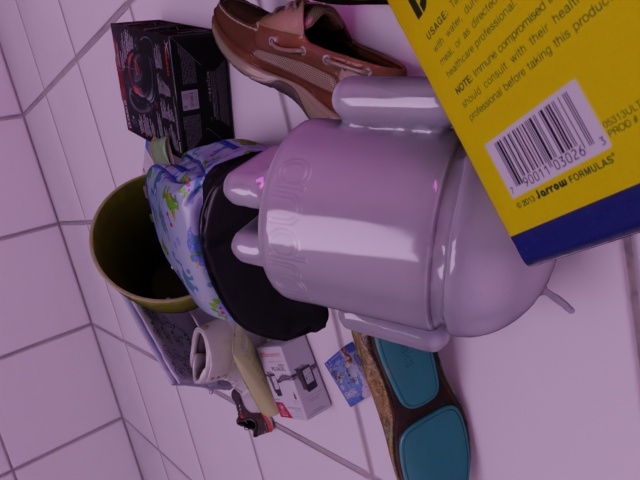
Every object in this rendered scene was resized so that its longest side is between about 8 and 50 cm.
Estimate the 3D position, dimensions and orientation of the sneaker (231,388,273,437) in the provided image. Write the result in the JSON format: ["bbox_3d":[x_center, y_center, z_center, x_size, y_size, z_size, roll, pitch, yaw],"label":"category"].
[{"bbox_3d":[-0.179,0.408,1.307,0.158,0.065,0.061,30,130,43],"label":"sneaker"}]

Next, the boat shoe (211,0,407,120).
[{"bbox_3d":[-0.011,-0.246,0.703,0.324,0.123,0.119,40,132,24],"label":"boat shoe"}]

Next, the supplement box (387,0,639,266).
[{"bbox_3d":[0.177,-0.194,0.354,0.356,0.194,0.195,64,160,6],"label":"supplement box"}]

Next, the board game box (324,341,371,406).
[{"bbox_3d":[0.052,0.231,0.936,0.090,0.020,0.090,56,144,16],"label":"board game box"}]

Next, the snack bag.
[{"bbox_3d":[-0.338,0.224,1.310,0.323,0.037,0.342,51,179,23],"label":"snack bag"}]

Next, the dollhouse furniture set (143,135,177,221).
[{"bbox_3d":[-0.300,-0.113,1.008,0.076,0.059,0.151,3,109,55],"label":"dollhouse furniture set"}]

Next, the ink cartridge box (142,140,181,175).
[{"bbox_3d":[-0.339,-0.125,1.237,0.134,0.078,0.231,54,143,22],"label":"ink cartridge box"}]

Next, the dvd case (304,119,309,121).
[{"bbox_3d":[0.013,-0.119,0.813,0.087,0.013,0.119,17,122,49],"label":"dvd case"}]

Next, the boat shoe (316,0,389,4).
[{"bbox_3d":[0.039,-0.295,0.623,0.136,0.050,0.045,7,104,11],"label":"boat shoe"}]

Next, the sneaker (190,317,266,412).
[{"bbox_3d":[-0.200,0.279,1.179,0.108,0.169,0.292,25,128,44],"label":"sneaker"}]

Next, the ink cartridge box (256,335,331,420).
[{"bbox_3d":[-0.055,0.262,1.061,0.109,0.063,0.150,-21,90,56],"label":"ink cartridge box"}]

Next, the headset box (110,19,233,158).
[{"bbox_3d":[-0.295,-0.301,1.055,0.293,0.110,0.217,28,129,44],"label":"headset box"}]

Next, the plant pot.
[{"bbox_3d":[-0.312,0.045,1.159,0.274,0.275,0.293,58,160,16],"label":"plant pot"}]

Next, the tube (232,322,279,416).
[{"bbox_3d":[-0.135,0.266,1.112,0.070,0.062,0.240,22,143,40],"label":"tube"}]

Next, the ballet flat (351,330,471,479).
[{"bbox_3d":[0.123,0.215,0.752,0.123,0.123,0.348,9,123,52],"label":"ballet flat"}]

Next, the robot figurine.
[{"bbox_3d":[0.078,-0.016,0.559,0.354,0.199,0.299,9,124,23],"label":"robot figurine"}]

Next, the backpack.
[{"bbox_3d":[-0.144,-0.032,0.872,0.355,0.274,0.289,-113,10,-62],"label":"backpack"}]
